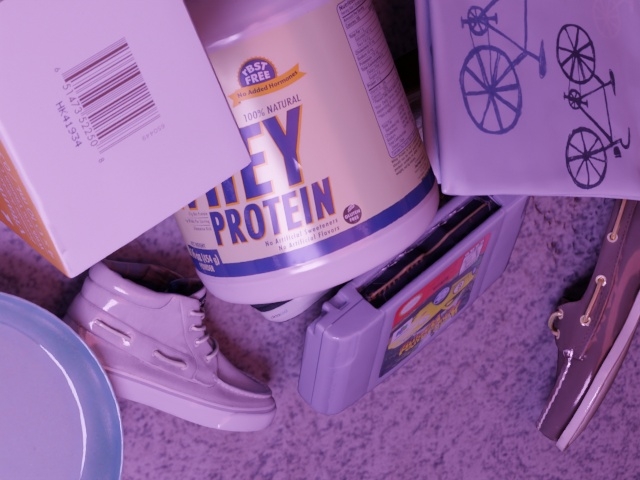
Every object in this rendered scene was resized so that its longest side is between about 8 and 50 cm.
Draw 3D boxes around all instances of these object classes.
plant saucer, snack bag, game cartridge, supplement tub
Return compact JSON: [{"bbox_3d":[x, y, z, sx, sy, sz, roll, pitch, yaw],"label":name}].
[{"bbox_3d":[-0.332,0.196,1.493,0.317,0.043,0.318,-3,98,-26],"label":"plant saucer"},{"bbox_3d":[0.228,-0.200,1.703,0.342,0.037,0.323,0,82,-39],"label":"snack bag"},{"bbox_3d":[0.099,0.054,1.721,0.294,0.060,0.196,-38,163,-24],"label":"game cartridge"},{"bbox_3d":[-0.050,-0.133,1.482,0.235,0.235,0.325,-29,109,-22],"label":"supplement tub"}]

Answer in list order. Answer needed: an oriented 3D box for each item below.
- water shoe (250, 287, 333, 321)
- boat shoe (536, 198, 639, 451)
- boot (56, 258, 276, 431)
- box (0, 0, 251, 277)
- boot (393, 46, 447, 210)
[{"bbox_3d":[0.000,0.000,1.651,0.203,0.073,0.080,-42,116,15],"label":"water shoe"},{"bbox_3d":[0.321,0.082,1.916,0.324,0.096,0.116,-65,168,8],"label":"boat shoe"},{"bbox_3d":[-0.129,0.099,1.621,0.258,0.095,0.123,19,103,-36],"label":"boot"},{"bbox_3d":[-0.236,-0.150,1.299,0.168,0.345,0.215,-34,123,-18],"label":"box"},{"bbox_3d":[0.102,-0.095,1.714,0.213,0.077,0.165,-37,123,-8],"label":"boot"}]
